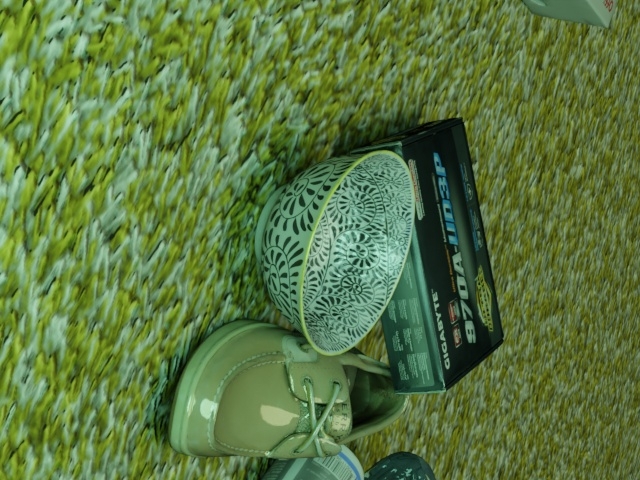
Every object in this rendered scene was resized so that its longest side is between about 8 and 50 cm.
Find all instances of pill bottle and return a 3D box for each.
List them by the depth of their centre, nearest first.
[{"bbox_3d":[-0.026,0.238,1.344,0.137,0.078,0.078,-52,147,-37],"label":"pill bottle"}]

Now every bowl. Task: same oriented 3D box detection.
[{"bbox_3d":[0.000,0.000,1.244,0.170,0.080,0.170,-36,136,-46],"label":"bowl"}]

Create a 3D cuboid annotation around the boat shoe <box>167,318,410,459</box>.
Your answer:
[{"bbox_3d":[-0.018,0.128,1.269,0.302,0.098,0.109,4,102,-64],"label":"boat shoe"}]

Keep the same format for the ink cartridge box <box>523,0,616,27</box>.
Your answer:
[{"bbox_3d":[0.269,-0.335,1.579,0.148,0.086,0.203,22,85,-65],"label":"ink cartridge box"}]

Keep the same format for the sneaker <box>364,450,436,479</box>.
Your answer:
[{"bbox_3d":[0.069,0.311,1.584,0.122,0.110,0.283,-58,160,-53],"label":"sneaker"}]

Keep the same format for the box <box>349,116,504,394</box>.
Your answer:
[{"bbox_3d":[0.099,0.009,1.387,0.175,0.051,0.220,-24,105,-64],"label":"box"}]
